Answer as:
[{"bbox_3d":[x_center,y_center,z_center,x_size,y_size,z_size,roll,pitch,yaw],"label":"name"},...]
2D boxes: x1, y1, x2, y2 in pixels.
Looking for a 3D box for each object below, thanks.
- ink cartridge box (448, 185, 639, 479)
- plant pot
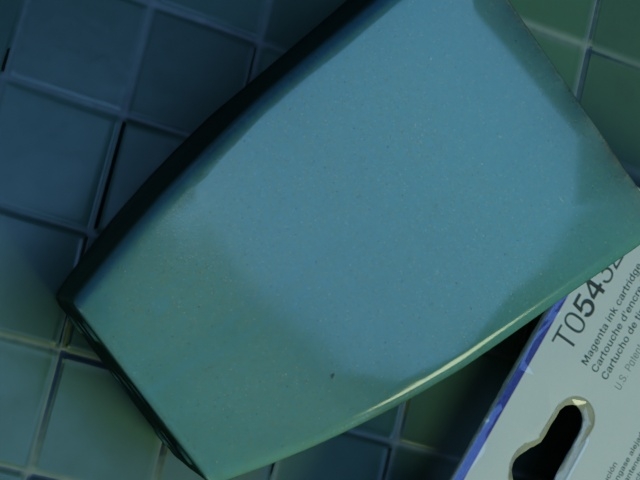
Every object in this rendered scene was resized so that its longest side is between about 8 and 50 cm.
[{"bbox_3d":[0.198,0.188,0.848,0.330,0.071,0.324,35,77,-13],"label":"ink cartridge box"},{"bbox_3d":[0.000,0.000,0.746,0.234,0.166,0.165,-38,99,-13],"label":"plant pot"}]
